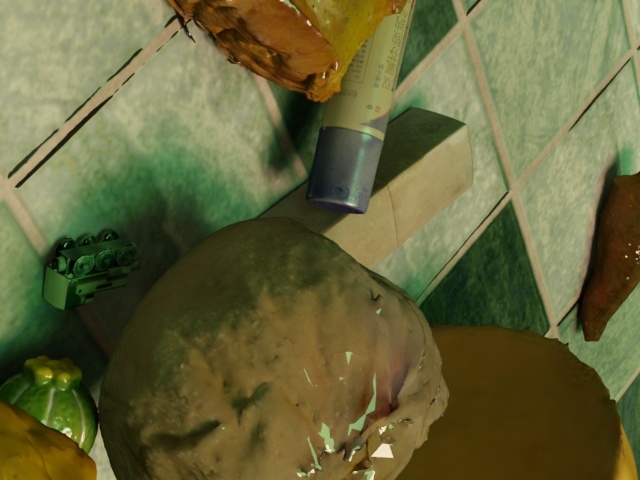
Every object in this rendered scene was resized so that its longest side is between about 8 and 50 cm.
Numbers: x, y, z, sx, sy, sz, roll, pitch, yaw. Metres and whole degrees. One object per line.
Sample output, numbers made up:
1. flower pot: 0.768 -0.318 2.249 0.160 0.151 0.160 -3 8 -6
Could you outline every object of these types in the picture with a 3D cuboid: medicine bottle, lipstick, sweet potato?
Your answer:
1. medicine bottle: 0.039 -0.141 1.313 0.059 0.059 0.231 20 80 -53
2. lipstick: 0.000 0.000 1.366 0.371 0.076 0.080 -37 132 -33
3. sweet potato: 0.372 0.014 1.833 0.077 0.077 0.244 -20 130 -44

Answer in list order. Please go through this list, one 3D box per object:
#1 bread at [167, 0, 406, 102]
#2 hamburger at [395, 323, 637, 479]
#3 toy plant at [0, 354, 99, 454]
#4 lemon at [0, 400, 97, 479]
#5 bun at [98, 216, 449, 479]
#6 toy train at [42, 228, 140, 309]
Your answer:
1. bread: -0.020 -0.211 1.175 0.160 0.147 0.260 -53 141 -12
2. hamburger: 0.141 0.293 1.439 0.395 0.395 0.277 -42 136 -28
3. toy plant: -0.227 0.171 1.173 0.092 0.092 0.162 3 106 -51
4. lemon: -0.288 0.231 0.976 0.297 0.297 0.297 -27 128 -40
5. bun: -0.020 0.120 1.175 0.281 0.204 0.282 -23 123 -42
6. toy train: -0.183 0.023 1.194 0.083 0.033 0.053 -13 123 -47
